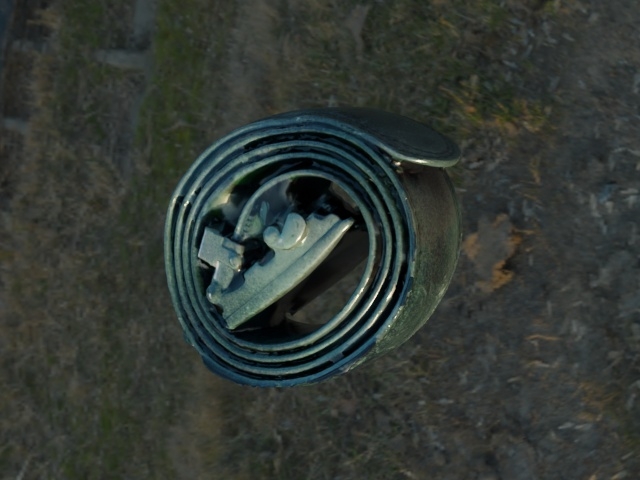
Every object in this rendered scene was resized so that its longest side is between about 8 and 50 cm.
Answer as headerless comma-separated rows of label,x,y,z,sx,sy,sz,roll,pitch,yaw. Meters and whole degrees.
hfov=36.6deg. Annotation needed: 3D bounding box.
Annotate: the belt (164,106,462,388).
belt,0.000,0.000,0.756,0.267,0.116,0.206,-29,81,32
